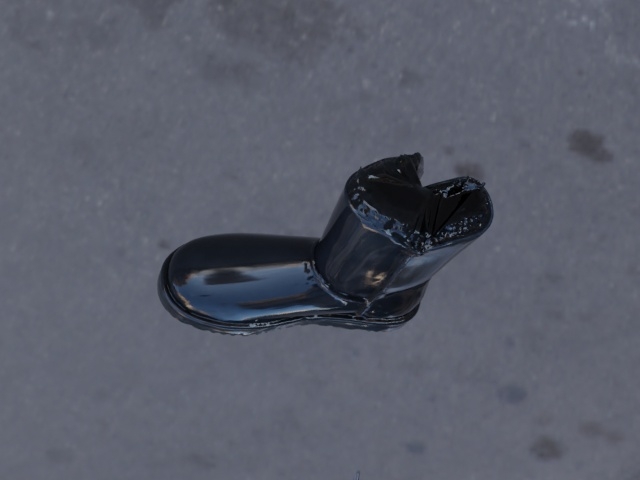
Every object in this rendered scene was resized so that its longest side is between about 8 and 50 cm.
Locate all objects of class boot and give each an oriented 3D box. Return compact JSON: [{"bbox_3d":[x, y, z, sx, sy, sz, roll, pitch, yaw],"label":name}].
[{"bbox_3d":[0.000,0.000,1.193,0.246,0.094,0.207,5,150,-14],"label":"boot"}]

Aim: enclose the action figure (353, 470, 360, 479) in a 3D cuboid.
[{"bbox_3d":[0.105,0.369,1.465,0.275,0.164,0.141,43,90,-9],"label":"action figure"}]
